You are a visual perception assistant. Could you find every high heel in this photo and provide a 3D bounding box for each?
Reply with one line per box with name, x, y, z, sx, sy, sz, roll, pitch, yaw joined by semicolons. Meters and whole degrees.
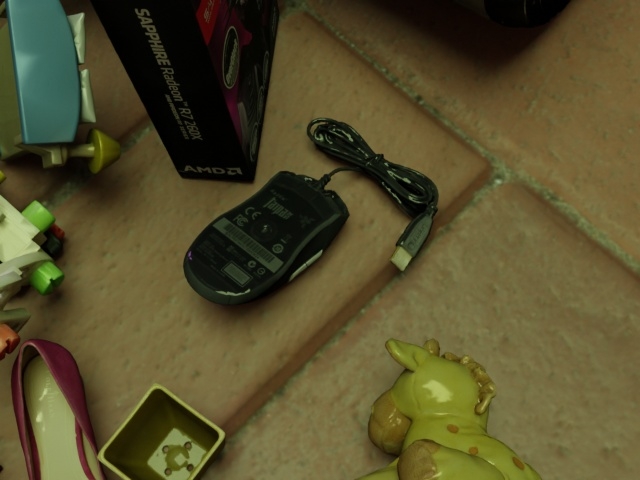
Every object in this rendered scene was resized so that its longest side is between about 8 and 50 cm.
high heel;-0.224;0.208;0.725;0.082;0.117;0.244;-9;67;-3

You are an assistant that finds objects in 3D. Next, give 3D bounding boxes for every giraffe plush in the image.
giraffe plush;0.101;0.176;0.722;0.210;0.181;0.171;-20;46;4

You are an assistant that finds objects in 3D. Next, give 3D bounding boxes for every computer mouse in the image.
computer mouse;0.000;0.000;0.843;0.184;0.060;0.262;32;60;18

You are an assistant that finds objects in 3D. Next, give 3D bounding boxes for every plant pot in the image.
plant pot;-0.136;0.192;0.748;0.081;0.083;0.081;33;71;14

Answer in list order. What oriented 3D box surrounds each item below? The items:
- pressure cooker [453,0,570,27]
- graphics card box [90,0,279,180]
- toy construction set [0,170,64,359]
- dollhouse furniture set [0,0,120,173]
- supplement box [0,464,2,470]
pressure cooker;0.131;-0.467;0.856;0.420;0.370;0.376;33;113;17
graphics card box;-0.117;-0.240;0.775;0.094;0.371;0.233;3;66;6
toy construction set;-0.349;-0.036;0.767;0.151;0.215;0.328;-33;81;-12
dollhouse furniture set;-0.272;-0.211;0.906;0.198;0.286;0.304;-7;90;-33
supplement box;-0.399;0.178;0.749;0.188;0.104;0.081;32;71;13
